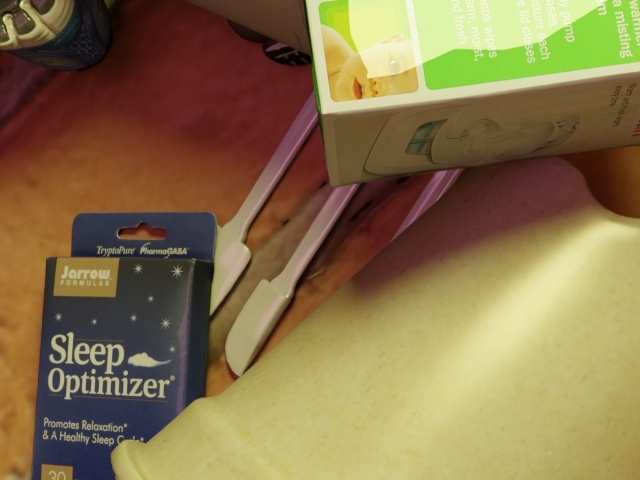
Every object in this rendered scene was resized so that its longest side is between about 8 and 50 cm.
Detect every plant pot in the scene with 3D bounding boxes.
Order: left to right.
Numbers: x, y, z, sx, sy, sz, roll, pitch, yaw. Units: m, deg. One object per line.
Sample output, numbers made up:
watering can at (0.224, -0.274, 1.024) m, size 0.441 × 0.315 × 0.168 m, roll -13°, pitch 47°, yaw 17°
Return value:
plant pot at (0.099, 0.123, 0.930) m, size 0.334 × 0.334 × 0.305 m, roll 40°, pitch 87°, yaw 20°

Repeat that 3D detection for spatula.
spatula at (0.000, 0.000, 1.123) m, size 0.168 × 0.019 × 0.242 m, roll 37°, pitch 97°, yaw 26°

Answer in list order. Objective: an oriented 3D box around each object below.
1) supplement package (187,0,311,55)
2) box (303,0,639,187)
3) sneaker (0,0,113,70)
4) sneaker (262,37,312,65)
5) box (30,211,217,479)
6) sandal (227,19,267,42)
supplement package at (-0.019, -0.240, 1.025) m, size 0.293 × 0.177 × 0.175 m, roll 25°, pitch 83°, yaw 7°
box at (0.099, -0.181, 0.849) m, size 0.231 × 0.127 × 0.262 m, roll -7°, pitch 74°, yaw 1°
sneaker at (-0.276, -0.232, 1.187) m, size 0.130 × 0.147 × 0.330 m, roll -44°, pitch 62°, yaw 3°
sneaker at (0.007, -0.163, 1.129) m, size 0.109 × 0.040 × 0.043 m, roll -22°, pitch 72°, yaw 9°
box at (-0.148, 0.088, 1.152) m, size 0.136 × 0.036 × 0.225 m, roll 0°, pitch 83°, yaw 27°
sandal at (-0.066, -0.256, 1.153) m, size 0.090 × 0.060 × 0.219 m, roll -13°, pitch 79°, yaw 19°
